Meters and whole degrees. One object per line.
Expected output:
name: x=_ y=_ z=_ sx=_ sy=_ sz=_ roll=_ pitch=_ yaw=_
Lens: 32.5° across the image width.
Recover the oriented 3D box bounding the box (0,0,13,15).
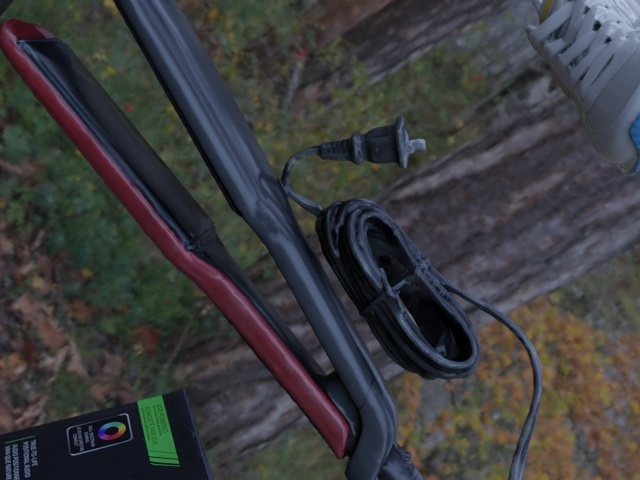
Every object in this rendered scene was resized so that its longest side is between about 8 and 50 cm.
box: x=-0.226 y=-0.054 z=0.356 sx=0.044 sy=0.159 sz=0.233 roll=53 pitch=22 yaw=8

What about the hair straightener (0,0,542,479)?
hair straightener: x=0.000 y=0.000 z=0.346 sx=0.230 sy=0.089 sz=0.047 roll=54 pitch=12 yaw=1

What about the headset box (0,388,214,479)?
headset box: x=-0.151 y=0.212 z=0.510 sx=0.246 sy=0.283 sz=0.131 roll=-121 pitch=-158 yaw=-61

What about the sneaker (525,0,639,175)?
sneaker: x=0.178 y=-0.117 z=0.694 sx=0.092 sy=0.087 sz=0.229 roll=31 pitch=26 yaw=-10
